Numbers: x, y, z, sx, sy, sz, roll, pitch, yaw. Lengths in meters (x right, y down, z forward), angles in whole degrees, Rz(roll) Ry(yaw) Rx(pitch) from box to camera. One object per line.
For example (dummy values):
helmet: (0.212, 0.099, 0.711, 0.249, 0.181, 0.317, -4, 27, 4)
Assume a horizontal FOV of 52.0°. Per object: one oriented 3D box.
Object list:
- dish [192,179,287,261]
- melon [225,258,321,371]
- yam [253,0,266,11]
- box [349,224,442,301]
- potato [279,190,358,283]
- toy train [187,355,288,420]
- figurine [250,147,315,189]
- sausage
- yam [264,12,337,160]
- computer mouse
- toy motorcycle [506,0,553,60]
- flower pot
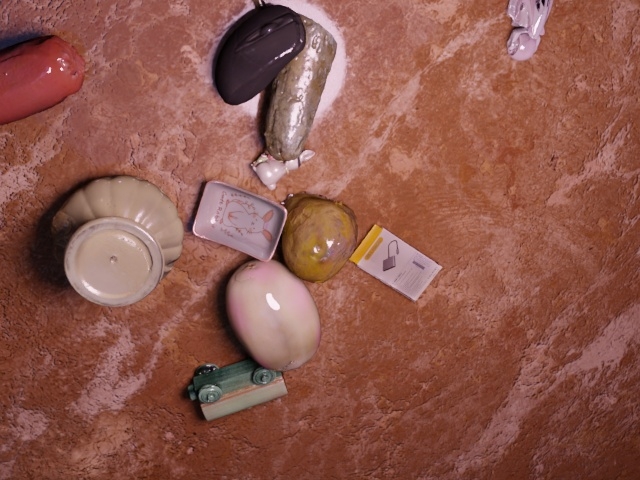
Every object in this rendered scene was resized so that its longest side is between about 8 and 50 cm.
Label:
dish: (-0.195, -0.055, 1.633, 0.212, 0.077, 0.151, 21, 105, 1)
melon: (-0.119, 0.196, 1.689, 0.223, 0.223, 0.317, -23, 114, -3)
yam: (-0.181, -0.613, 1.470, 0.027, 0.029, 0.234, -40, 115, -25)
box: (0.206, 0.059, 1.810, 0.247, 0.033, 0.129, 33, 102, -22)
potato: (0.000, 0.000, 1.621, 0.229, 0.266, 0.229, -3, 110, -8)
toy train: (-0.218, 0.404, 1.816, 0.285, 0.116, 0.177, -18, 126, -6)
figurine: (-0.096, -0.203, 1.615, 0.146, 0.081, 0.098, -38, 114, 4)
sausage: (-0.643, -0.340, 1.407, 0.279, 0.152, 0.152, -22, 114, 0)
yam: (-0.052, -0.345, 1.526, 0.133, 0.133, 0.330, 12, 100, -16)
computer mouse: (-0.153, -0.414, 1.465, 0.269, 0.137, 0.086, -39, 157, 26)
toy motorcycle: (0.520, -0.565, 1.595, 0.112, 0.112, 0.254, 5, 108, -14)
flower pot: (-0.474, 0.009, 1.528, 0.307, 0.244, 0.307, -4, 110, -11)
